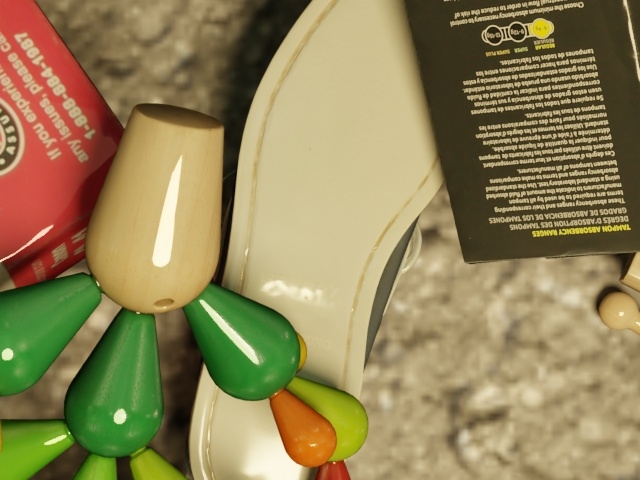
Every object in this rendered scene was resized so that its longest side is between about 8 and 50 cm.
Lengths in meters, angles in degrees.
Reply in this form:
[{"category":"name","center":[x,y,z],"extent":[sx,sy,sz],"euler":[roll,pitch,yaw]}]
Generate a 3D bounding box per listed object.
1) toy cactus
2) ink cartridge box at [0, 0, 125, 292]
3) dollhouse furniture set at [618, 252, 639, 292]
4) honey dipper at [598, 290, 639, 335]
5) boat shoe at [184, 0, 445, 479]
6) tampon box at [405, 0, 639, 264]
[{"category":"toy cactus","center":[-0.070,0.037,0.750],"extent":[0.219,0.112,0.180],"euler":[8,105,-19]},{"category":"ink cartridge box","center":[-0.254,-0.023,0.803],"extent":[0.306,0.131,0.226],"euler":[-35,90,-12]},{"category":"dollhouse furniture set","center":[0.363,-0.048,0.875],"extent":[0.355,0.174,0.303],"euler":[25,80,-5]},{"category":"honey dipper","center":[0.198,0.068,0.912],"extent":[0.160,0.030,0.030],"euler":[32,80,0]},{"category":"boat shoe","center":[0.000,0.000,0.864],"extent":[0.095,0.079,0.254],"euler":[12,84,-9]},{"category":"tampon box","center":[0.113,-0.085,0.832],"extent":[0.120,0.101,0.161],"euler":[-31,112,-52]}]
